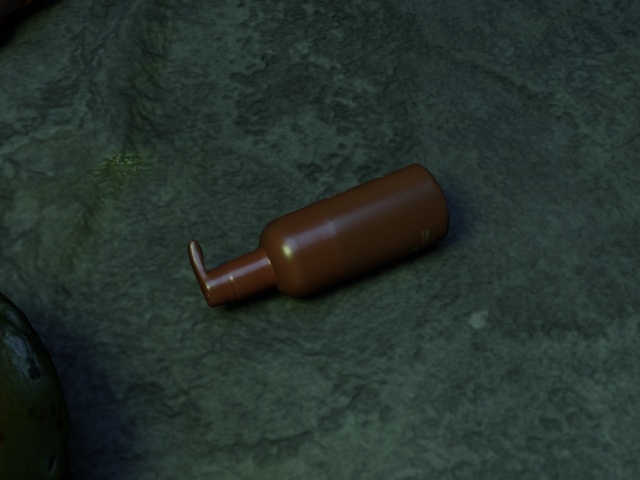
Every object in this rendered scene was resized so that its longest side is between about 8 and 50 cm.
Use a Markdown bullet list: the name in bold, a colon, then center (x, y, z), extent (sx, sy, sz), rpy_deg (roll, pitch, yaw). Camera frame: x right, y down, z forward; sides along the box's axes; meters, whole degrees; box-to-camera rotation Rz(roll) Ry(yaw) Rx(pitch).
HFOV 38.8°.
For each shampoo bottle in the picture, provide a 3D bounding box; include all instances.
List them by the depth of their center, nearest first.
- **shampoo bottle**: center (0.001, 0.002, 0.862), extent (0.244, 0.085, 0.085), rpy_deg (-20, 56, -15)

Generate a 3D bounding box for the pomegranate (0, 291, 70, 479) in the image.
- **pomegranate**: center (-0.336, 0.161, 0.675), extent (0.291, 0.323, 0.291), rpy_deg (11, 21, -4)

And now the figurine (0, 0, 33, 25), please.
- **figurine**: center (-0.417, -0.331, 1.058), extent (0.173, 0.173, 0.173), rpy_deg (0, 53, 0)
